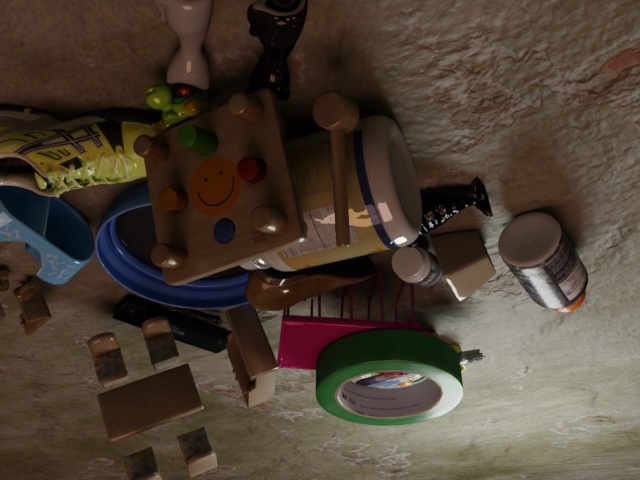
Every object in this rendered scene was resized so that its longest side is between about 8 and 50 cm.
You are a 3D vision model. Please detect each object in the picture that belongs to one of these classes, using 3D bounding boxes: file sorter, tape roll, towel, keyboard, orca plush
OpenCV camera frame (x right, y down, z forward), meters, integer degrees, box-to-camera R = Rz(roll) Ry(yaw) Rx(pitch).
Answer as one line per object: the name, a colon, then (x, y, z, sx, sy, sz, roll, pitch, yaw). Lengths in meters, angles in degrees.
file sorter: (0.056, 0.166, 1.635, 0.290, 0.182, 0.202, 4, 143, -4)
tape roll: (0.149, 0.308, 1.605, 0.320, 0.077, 0.321, 0, 143, 0)
towel: (0.244, 0.314, 1.768, 0.284, 0.034, 0.209, -19, 166, 20)
keyboard: (-0.347, 0.203, 1.837, 0.317, 0.033, 0.201, 24, 144, -28)
orca plush: (0.194, -0.021, 1.438, 0.287, 0.102, 0.151, -9, 142, 15)

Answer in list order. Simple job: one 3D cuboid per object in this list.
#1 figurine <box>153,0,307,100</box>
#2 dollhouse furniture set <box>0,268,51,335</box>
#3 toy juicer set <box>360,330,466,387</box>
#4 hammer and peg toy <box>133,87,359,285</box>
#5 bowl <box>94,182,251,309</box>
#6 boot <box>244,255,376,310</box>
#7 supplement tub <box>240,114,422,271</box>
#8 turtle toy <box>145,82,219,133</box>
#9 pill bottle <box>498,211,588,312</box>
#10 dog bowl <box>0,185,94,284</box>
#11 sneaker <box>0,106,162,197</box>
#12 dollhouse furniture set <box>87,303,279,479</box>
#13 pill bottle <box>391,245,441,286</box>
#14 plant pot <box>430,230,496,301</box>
figurine: (-0.137, -0.296, 1.102, 0.214, 0.093, 0.209, 7, 148, -5)
dollhouse furniture set: (-0.742, 0.152, 1.692, 0.123, 0.144, 0.151, -33, 168, 39)
toy juicer set: (0.199, 0.328, 1.927, 0.328, 0.090, 0.209, -22, 138, 30)
hammer and peg toy: (-0.110, -0.092, 1.122, 0.361, 0.266, 0.127, -18, 164, 22)
bowl: (-0.268, 0.014, 1.534, 0.390, 0.077, 0.391, 1, 144, 1)
boot: (-0.022, 0.074, 1.511, 0.305, 0.112, 0.115, -4, 135, -36)
supplement tub: (-0.002, -0.073, 1.272, 0.316, 0.229, 0.228, -13, 141, 20)
turtle toy: (-0.232, -0.221, 1.205, 0.095, 0.066, 0.130, -23, 166, 30)
pill bottle: (0.470, 0.058, 1.507, 0.130, 0.131, 0.245, -19, 139, 26)
dog bowl: (-0.557, -0.037, 1.417, 0.074, 0.166, 0.297, -26, 136, 17)
sneaker: (-0.419, -0.136, 1.278, 0.384, 0.147, 0.145, -1, 142, 0)
dollhouse furniture set: (-0.313, 0.330, 1.693, 0.393, 0.362, 0.257, -18, 153, -16)
pill bottle: (0.199, 0.053, 1.521, 0.078, 0.078, 0.137, -14, 166, 21)
plant pot: (0.303, 0.042, 1.526, 0.096, 0.109, 0.109, -25, 137, 13)
